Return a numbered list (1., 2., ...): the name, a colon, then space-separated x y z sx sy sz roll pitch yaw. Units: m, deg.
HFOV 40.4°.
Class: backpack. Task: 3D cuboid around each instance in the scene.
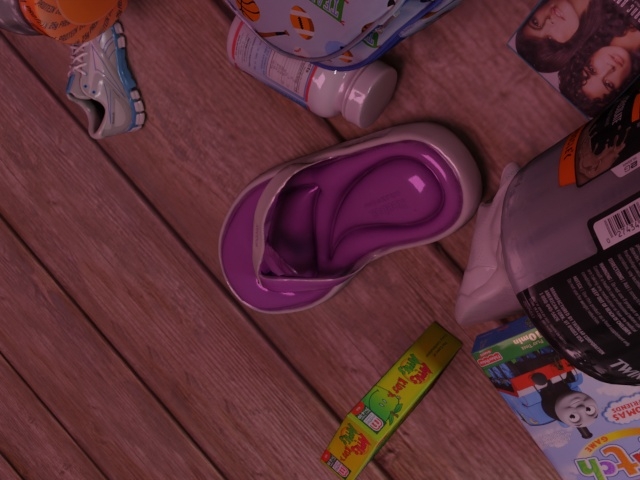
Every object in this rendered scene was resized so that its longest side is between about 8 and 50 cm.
1. backpack: 0.018 -0.262 0.701 0.277 0.213 0.263 54 155 -2

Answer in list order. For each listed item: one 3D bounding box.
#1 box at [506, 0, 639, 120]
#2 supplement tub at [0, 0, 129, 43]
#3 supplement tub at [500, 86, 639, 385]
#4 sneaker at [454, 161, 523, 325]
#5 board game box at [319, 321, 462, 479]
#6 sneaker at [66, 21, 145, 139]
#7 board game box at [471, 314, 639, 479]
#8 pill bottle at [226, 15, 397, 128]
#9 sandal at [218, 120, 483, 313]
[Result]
1. box: 0.253 -0.209 0.644 0.100 0.060 0.244 44 135 8
2. supplement tub: -0.365 -0.354 0.965 0.316 0.193 0.194 32 133 20
3. supplement tub: 0.307 -0.041 0.603 0.207 0.207 0.338 53 136 -1
4. sneaker: 0.176 0.007 0.848 0.212 0.080 0.094 105 154 -57
5. board game box: 0.079 0.174 0.945 0.043 0.181 0.092 38 134 14
6. sneaker: -0.282 -0.213 1.067 0.071 0.083 0.191 -1 115 41
7. board game box: 0.271 0.153 0.836 0.160 0.039 0.211 -30 104 33
8. pill bottle: -0.008 -0.177 0.860 0.160 0.087 0.087 33 133 18
9. sandal: -0.009 -0.013 0.955 0.416 0.102 0.169 -32 94 46
